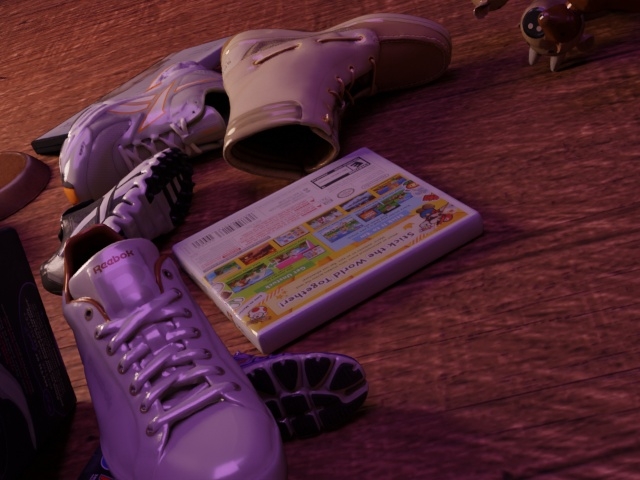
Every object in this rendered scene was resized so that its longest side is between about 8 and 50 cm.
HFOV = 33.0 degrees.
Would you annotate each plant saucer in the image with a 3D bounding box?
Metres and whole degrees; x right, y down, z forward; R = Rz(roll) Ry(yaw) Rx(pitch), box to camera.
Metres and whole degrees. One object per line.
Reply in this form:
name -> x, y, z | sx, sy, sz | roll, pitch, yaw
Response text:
plant saucer -> -0.413, -0.064, 1.315 | 0.168, 0.029, 0.168 | -14, 32, 9

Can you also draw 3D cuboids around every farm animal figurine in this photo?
farm animal figurine -> 0.252, -0.286, 1.172 | 0.326, 0.172, 0.330 | -17, 39, -34

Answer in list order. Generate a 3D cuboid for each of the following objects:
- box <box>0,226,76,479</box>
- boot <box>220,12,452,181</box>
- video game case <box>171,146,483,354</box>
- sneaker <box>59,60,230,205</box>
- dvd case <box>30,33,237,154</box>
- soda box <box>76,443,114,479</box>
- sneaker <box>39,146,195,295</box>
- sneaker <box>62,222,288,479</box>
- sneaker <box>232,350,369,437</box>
box -> -0.292, 0.100, 0.774 | 0.143, 0.165, 0.270 | -18, 7, 1
boot -> 0.023, -0.154, 1.160 | 0.261, 0.095, 0.203 | -3, 40, -2
video game case -> 0.000, 0.000, 0.991 | 0.227, 0.026, 0.206 | -28, 32, -16
sneaker -> -0.176, -0.122, 1.217 | 0.121, 0.099, 0.262 | 13, 44, 36
dvd case -> -0.232, -0.186, 1.378 | 0.253, 0.022, 0.180 | -40, 24, -31
soda box -> -0.137, 0.188, 0.731 | 0.053, 0.060, 0.169 | -4, 35, 26
sneaker -> -0.207, -0.021, 1.085 | 0.106, 0.078, 0.234 | -2, 37, 22
sneaker -> -0.119, 0.077, 0.720 | 0.105, 0.123, 0.290 | -27, 33, -18
sneaker -> -0.046, 0.104, 0.812 | 0.169, 0.068, 0.071 | -9, 27, 18
